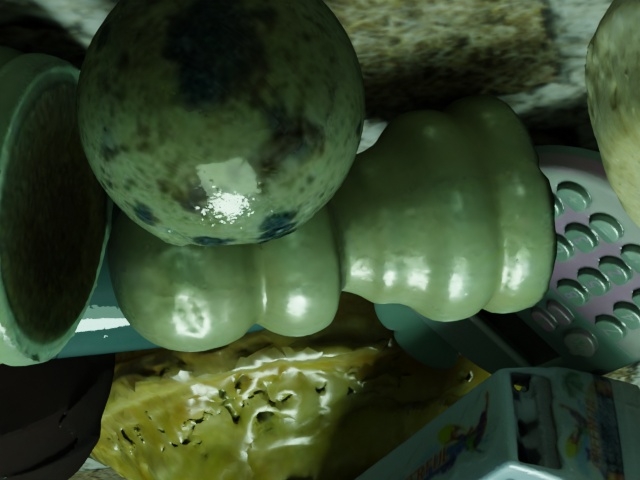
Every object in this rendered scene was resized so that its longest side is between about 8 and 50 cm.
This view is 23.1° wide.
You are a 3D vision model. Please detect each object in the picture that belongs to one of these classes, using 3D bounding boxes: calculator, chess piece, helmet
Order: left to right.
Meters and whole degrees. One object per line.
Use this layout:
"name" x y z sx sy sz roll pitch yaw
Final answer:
"chess piece" -0.276 -0.026 0.848 0.298 0.175 0.176 5 161 12
"helmet" -0.258 0.110 1.089 0.305 0.177 0.225 11 141 -30
"chess piece" 0.000 0.000 0.898 0.243 0.133 0.133 -12 162 -16
"calculator" 0.136 0.024 1.058 0.185 0.041 0.299 42 147 -11

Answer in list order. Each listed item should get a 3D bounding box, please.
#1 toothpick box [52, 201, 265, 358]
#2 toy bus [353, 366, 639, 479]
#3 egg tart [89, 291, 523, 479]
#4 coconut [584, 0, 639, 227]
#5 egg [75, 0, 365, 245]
"toothpick box" -0.110 0.012 0.988 0.184 0.120 0.120 -2 159 -14
"toy bus" 0.098 0.206 1.143 0.136 0.109 0.329 15 142 -26
"egg tart" -0.006 0.174 1.360 0.443 0.178 0.443 -6 160 -2
"coconut" 0.238 -0.086 0.706 0.202 0.222 0.202 31 153 18
"egg" -0.049 -0.064 0.771 0.141 0.141 0.181 -4 175 -1
